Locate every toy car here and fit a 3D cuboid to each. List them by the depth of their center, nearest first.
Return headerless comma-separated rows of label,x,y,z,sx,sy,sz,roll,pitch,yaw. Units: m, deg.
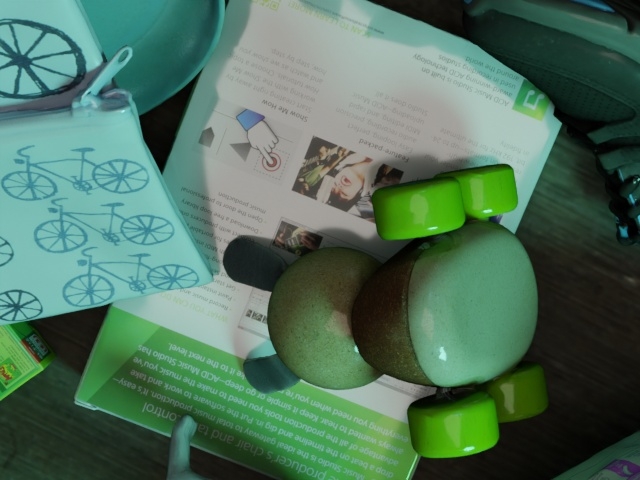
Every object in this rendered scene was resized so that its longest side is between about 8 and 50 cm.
toy car,0.027,0.044,0.849,0.188,0.149,0.155,-7,95,32

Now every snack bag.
snack bag,-0.256,-0.053,0.776,0.323,0.037,0.342,-10,139,6

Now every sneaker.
sneaker,0.215,-0.050,0.837,0.341,0.125,0.139,28,109,-18

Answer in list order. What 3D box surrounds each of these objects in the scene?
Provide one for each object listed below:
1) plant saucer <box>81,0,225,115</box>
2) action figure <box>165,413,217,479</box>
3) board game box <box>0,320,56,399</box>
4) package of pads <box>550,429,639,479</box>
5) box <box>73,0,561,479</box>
plant saucer,-0.216,-0.141,0.801,0.318,0.317,0.043,-8,66,3
action figure,0.007,0.309,0.882,0.330,0.178,0.341,26,111,11
board game box,-0.274,0.038,0.936,0.092,0.043,0.181,-36,95,7
package of pads,0.260,0.210,0.848,0.297,0.101,0.229,-19,98,-32
box,0.000,0.000,0.916,0.232,0.058,0.322,22,97,-1
